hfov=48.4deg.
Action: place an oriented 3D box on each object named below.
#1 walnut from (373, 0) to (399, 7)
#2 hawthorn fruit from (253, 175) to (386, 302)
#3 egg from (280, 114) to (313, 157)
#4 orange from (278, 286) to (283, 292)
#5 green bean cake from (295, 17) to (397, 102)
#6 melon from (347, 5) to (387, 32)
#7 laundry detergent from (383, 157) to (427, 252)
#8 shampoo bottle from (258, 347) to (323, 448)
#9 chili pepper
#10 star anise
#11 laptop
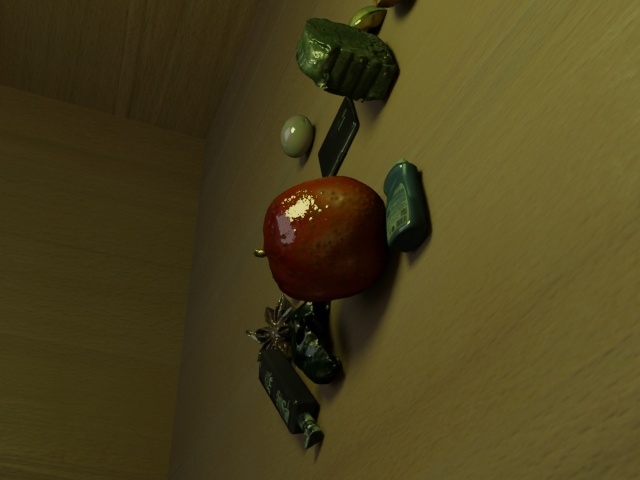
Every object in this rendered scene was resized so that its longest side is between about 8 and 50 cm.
[{"bbox_3d":[0.183,-0.641,1.695,0.211,0.086,0.167,-95,19,-48],"label":"walnut"},{"bbox_3d":[0.000,0.000,1.506,0.275,0.299,0.276,-10,-90,-83],"label":"hawthorn fruit"},{"bbox_3d":[-0.074,-0.324,2.212,0.103,0.103,0.135,-160,83,-72],"label":"egg"},{"bbox_3d":[-0.082,0.110,1.990,0.085,0.084,0.085,-167,90,-72],"label":"orange"},{"bbox_3d":[0.056,-0.437,1.711,0.223,0.227,0.125,-101,28,-51],"label":"green bean cake"},{"bbox_3d":[0.103,-0.564,1.893,0.128,0.079,0.160,-102,31,-50],"label":"melon"},{"bbox_3d":[0.164,-0.082,1.407,0.097,0.061,0.206,120,156,-49],"label":"laundry detergent"},{"bbox_3d":[-0.069,0.382,1.726,0.309,0.071,0.098,43,126,55],"label":"shampoo bottle"},{"bbox_3d":[-0.025,0.232,1.663,0.265,0.116,0.148,-108,33,-59],"label":"chili pepper"},{"bbox_3d":[-0.120,0.262,1.974,0.262,0.081,0.230,-17,68,56],"label":"star anise"},{"bbox_3d":[0.046,-0.273,1.945,0.154,0.026,0.207,-98,28,-49],"label":"laptop"}]
